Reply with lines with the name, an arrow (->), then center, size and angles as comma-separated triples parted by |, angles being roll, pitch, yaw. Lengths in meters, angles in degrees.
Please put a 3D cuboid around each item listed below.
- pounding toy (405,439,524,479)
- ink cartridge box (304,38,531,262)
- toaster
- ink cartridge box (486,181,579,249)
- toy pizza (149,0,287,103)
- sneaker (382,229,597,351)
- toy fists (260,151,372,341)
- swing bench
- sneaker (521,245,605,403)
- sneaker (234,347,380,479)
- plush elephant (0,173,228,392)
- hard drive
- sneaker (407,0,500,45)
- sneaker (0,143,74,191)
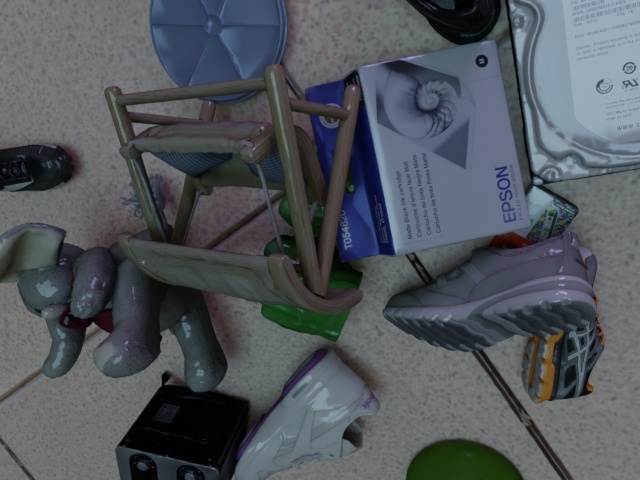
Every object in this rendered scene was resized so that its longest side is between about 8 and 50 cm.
pounding toy -> 0.217, 0.430, 0.790 | 0.183, 0.110, 0.237 | -8, 106, 21
ink cartridge box -> 0.110, -0.099, 0.616 | 0.224, 0.045, 0.223 | -13, 93, 2
toaster -> -0.217, 0.326, 0.868 | 0.168, 0.185, 0.110 | 10, 114, 6
ink cartridge box -> 0.260, -0.009, 0.666 | 0.063, 0.029, 0.115 | 31, 115, 6
toy pizza -> -0.134, -0.283, 0.698 | 0.201, 0.032, 0.201 | 6, 111, 18
sneaker -> 0.203, 0.066, 0.670 | 0.281, 0.115, 0.105 | -17, 136, 44
toy fists -> 0.000, 0.000, 0.721 | 0.142, 0.096, 0.279 | 21, 112, 1
swing bench -> -0.098, -0.047, 0.607 | 0.253, 0.165, 0.254 | 5, 99, 34
sneaker -> 0.315, 0.108, 0.669 | 0.083, 0.084, 0.215 | 3, 113, 0
sneaker -> -0.029, 0.312, 0.826 | 0.152, 0.114, 0.305 | 37, 116, 4
plush elephant -> -0.325, 0.082, 0.769 | 0.255, 0.272, 0.330 | -18, 73, 9
hard drive -> 0.318, -0.242, 0.548 | 0.237, 0.064, 0.339 | -8, 105, 20
sneaker -> 0.097, -0.329, 0.567 | 0.267, 0.106, 0.101 | 47, 117, 0
sneaker -> -0.507, -0.107, 0.840 | 0.234, 0.106, 0.078 | 2, 110, 18
